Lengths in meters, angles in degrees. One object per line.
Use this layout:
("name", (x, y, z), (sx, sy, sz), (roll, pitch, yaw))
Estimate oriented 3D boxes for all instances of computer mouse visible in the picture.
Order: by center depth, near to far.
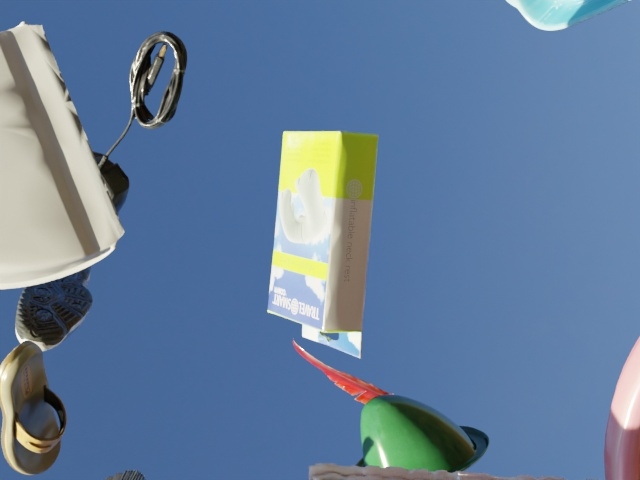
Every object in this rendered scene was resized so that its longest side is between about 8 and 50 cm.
("computer mouse", (-0.184, -0.081, 0.907), (0.071, 0.242, 0.041), (40, -160, 11))

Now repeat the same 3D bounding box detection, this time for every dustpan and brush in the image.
("dustpan and brush", (-0.236, -0.022, 0.580), (0.211, 0.060, 0.147), (-22, -94, -11))

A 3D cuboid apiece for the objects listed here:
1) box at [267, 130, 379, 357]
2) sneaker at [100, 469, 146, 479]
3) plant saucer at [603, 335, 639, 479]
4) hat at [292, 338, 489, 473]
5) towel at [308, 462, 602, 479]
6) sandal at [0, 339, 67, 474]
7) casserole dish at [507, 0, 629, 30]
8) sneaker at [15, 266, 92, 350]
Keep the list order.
("box", (0.000, 0.000, 0.826), (0.042, 0.109, 0.178), (3, -86, -27))
("sneaker", (-0.239, 0.319, 0.904), (0.131, 0.319, 0.112), (52, -147, -17))
("plant saucer", (0.374, 0.136, 0.816), (0.332, 0.084, 0.332), (-4, -72, -13))
("hat", (0.089, 0.199, 1.265), (0.208, 0.173, 0.183), (-17, -82, 2))
("towel", (0.151, 0.370, 1.068), (0.053, 0.332, 0.317), (-78, -13, -55))
("sandal", (-0.277, 0.173, 0.988), (0.072, 0.049, 0.180), (-56, -20, -46))
("casserole dish", (0.196, -0.227, 0.746), (0.037, 0.188, 0.114), (-34, -81, -26))
("sneaker", (-0.310, 0.084, 1.169), (0.080, 0.211, 0.081), (17, -72, -9))
